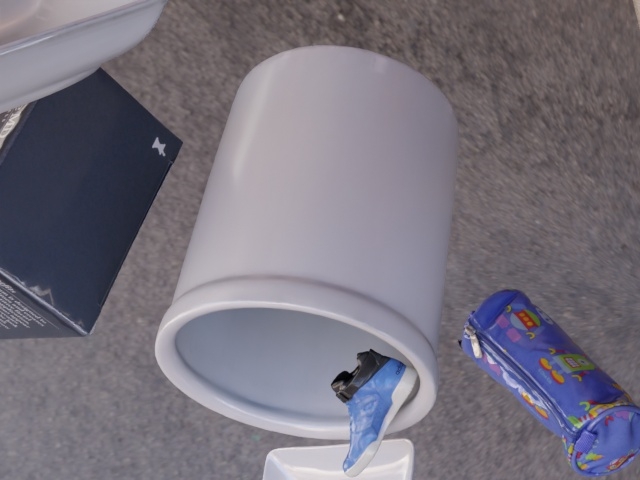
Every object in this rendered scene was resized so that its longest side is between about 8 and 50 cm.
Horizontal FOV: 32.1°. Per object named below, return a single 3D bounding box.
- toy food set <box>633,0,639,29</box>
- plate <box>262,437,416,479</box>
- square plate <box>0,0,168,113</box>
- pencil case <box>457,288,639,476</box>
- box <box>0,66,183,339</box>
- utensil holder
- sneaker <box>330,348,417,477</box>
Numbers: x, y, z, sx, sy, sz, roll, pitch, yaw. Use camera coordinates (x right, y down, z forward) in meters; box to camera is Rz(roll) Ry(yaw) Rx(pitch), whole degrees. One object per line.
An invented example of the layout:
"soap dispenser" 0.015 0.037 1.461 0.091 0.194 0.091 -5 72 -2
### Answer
"toy food set" 0.274 -0.188 0.695 0.092 0.306 0.219 -3 120 36
"plate" 0.018 0.404 1.444 0.277 0.045 0.278 -15 60 43
"square plate" -0.311 -0.114 0.809 0.344 0.347 0.049 -26 114 -19
"pencil case" 0.307 0.185 1.514 0.306 0.133 0.119 49 129 48
"box" -0.423 -0.046 1.433 0.396 0.212 0.293 -7 51 42
"utensil holder" 0.000 0.000 1.365 0.328 0.327 0.385 -1 55 18
"sneaker" 0.043 0.198 1.304 0.085 0.058 0.152 28 104 0
